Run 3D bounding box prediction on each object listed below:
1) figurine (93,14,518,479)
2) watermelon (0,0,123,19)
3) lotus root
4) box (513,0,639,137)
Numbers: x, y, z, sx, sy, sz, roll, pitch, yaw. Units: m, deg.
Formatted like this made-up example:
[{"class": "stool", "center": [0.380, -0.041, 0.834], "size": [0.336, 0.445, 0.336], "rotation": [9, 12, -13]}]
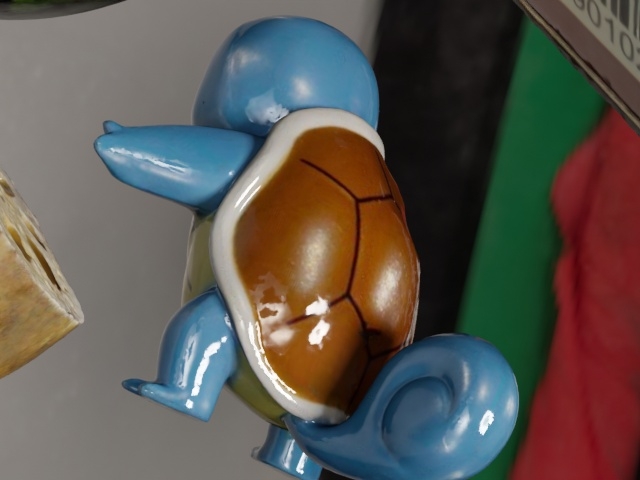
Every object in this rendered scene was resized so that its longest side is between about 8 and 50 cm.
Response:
[{"class": "figurine", "center": [-0.026, 0.029, 1.414], "size": [0.243, 0.298, 0.416], "rotation": [-39, -130, 21]}, {"class": "watermelon", "center": [-0.131, -0.132, 0.817], "size": [0.145, 0.137, 0.193], "rotation": [-50, -142, -13]}, {"class": "lotus root", "center": [-0.141, 0.001, 0.706], "size": [0.081, 0.122, 0.112], "rotation": [-36, -134, -7]}, {"class": "box", "center": [0.232, -0.183, 0.644], "size": [0.344, 0.385, 0.122], "rotation": [53, -17, 34]}]
